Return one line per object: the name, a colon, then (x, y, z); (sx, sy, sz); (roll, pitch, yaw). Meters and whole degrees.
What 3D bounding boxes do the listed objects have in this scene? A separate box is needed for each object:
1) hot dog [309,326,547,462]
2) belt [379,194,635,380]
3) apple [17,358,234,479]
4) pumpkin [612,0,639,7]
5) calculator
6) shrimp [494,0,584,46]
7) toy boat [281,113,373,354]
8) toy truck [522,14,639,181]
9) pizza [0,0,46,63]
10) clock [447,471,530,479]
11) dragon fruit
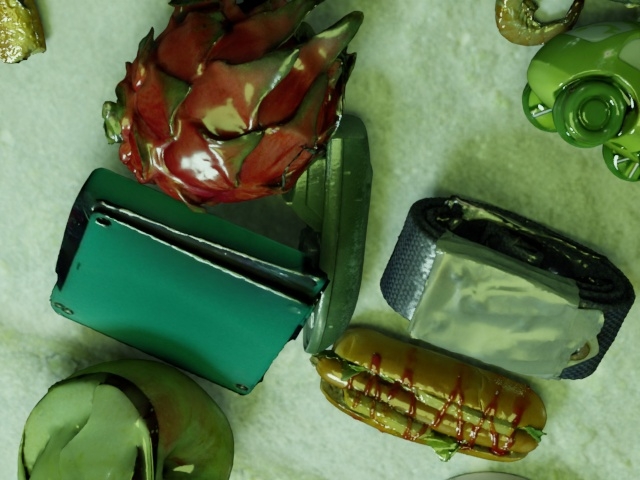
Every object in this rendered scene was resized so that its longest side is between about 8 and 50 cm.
hot dog: (0.106, 0.164, 1.959); (0.250, 0.076, 0.104); (20, 120, -6)
belt: (0.181, 0.038, 1.841); (0.230, 0.139, 0.126); (21, 120, -2)
apple: (-0.197, 0.214, 1.974); (0.188, 0.174, 0.207); (-1, 130, 41)
pumpkin: (0.262, -0.297, 1.629); (0.190, 0.190, 0.146); (-19, 158, 17)
calculator: (-0.132, 0.044, 1.877); (0.248, 0.058, 0.274); (23, 150, -2)
shrimp: (0.200, -0.229, 1.758); (0.083, 0.023, 0.114); (-1, 124, 5)
toy boat: (0.000, 0.000, 1.879); (0.085, 0.078, 0.260); (-1, 121, -11)
toy truck: (0.302, -0.144, 1.733); (0.210, 0.148, 0.187); (-44, 104, -1)
pizza: (-0.326, -0.229, 1.820); (0.099, 0.036, 0.160); (-27, 112, 20)
clock: (0.182, 0.345, 2.053); (0.197, 0.068, 0.197); (3, 119, 6)
dragon fruit: (-0.071, -0.134, 1.752); (0.274, 0.192, 0.193); (-23, 115, 15)
